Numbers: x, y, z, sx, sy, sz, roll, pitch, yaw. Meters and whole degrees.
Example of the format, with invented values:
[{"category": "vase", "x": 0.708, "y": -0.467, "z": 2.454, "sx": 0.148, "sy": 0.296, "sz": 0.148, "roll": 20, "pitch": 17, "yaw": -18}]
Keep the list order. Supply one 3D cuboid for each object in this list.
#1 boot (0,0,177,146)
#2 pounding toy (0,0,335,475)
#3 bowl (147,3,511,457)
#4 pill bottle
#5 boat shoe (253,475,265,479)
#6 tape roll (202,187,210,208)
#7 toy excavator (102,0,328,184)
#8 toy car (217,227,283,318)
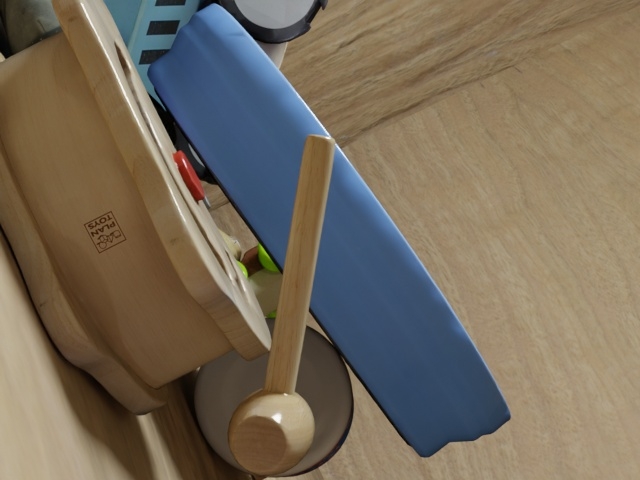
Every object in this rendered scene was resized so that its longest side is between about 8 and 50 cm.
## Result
[{"category": "boot", "x": -0.193, "y": -0.145, "z": 0.834, "sx": 0.161, "sy": 0.083, "sz": 0.246, "roll": 57, "pitch": -7, "yaw": 18}, {"category": "pounding toy", "x": -0.063, "y": -0.013, "z": 0.554, "sx": 0.269, "sy": 0.155, "sz": 0.154, "roll": 63, "pitch": 1, "yaw": 10}, {"category": "bowl", "x": 0.000, "y": 0.000, "z": 0.852, "sx": 0.391, "sy": 0.077, "sz": 0.391, "roll": 54, "pitch": -1, "yaw": 2}, {"category": "pill bottle", "x": -0.032, "y": 0.140, "z": 0.938, "sx": 0.124, "sy": 0.124, "sz": 0.221, "roll": 63, "pitch": -2, "yaw": 12}, {"category": "boat shoe", "x": -0.058, "y": 0.178, "z": 1.157, "sx": 0.073, "sy": 0.073, "sz": 0.207, "roll": 65, "pitch": -5, "yaw": -28}, {"category": "tape roll", "x": -0.235, "y": -0.130, "z": 1.574, "sx": 0.219, "sy": 0.072, "sz": 0.219, "roll": 155, "pitch": -90, "yaw": -86}, {"category": "toy excavator", "x": -0.217, "y": -0.298, "z": 1.072, "sx": 0.222, "sy": 0.445, "sz": 0.432, "roll": -135, "pitch": -119, "yaw": -77}, {"category": "toy car", "x": -0.126, "y": 0.021, "z": 1.472, "sx": 0.188, "sy": 0.149, "sz": 0.155, "roll": 49, "pitch": -22, "yaw": 27}]
